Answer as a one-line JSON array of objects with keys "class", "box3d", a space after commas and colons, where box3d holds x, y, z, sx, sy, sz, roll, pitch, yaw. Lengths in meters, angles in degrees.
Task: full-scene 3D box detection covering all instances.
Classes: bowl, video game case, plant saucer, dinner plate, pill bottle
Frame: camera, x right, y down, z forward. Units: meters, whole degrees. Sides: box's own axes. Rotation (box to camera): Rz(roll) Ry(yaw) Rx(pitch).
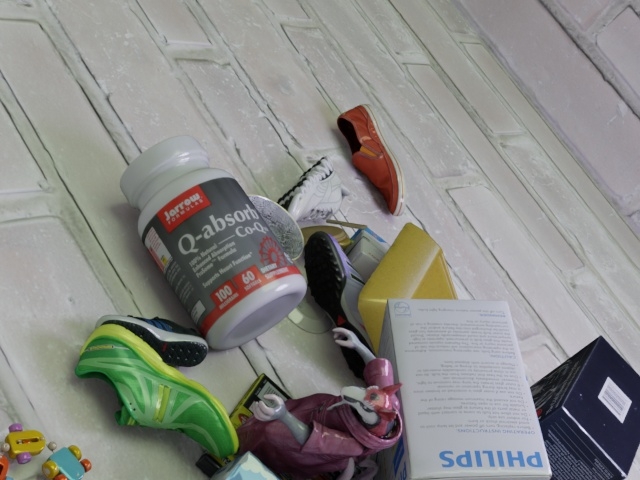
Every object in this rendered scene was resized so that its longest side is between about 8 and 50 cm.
[{"class": "bowl", "box3d": [-0.123, -0.004, 2.011, 0.170, 0.080, 0.170, 28, 36, -22]}, {"class": "video game case", "box3d": [-0.054, 0.391, 1.691, 0.275, 0.035, 0.248, 43, 33, -3]}, {"class": "plant saucer", "box3d": [0.212, 0.172, 2.011, 0.333, 0.081, 0.333, -52, 128, -53]}, {"class": "dinner plate", "box3d": [-0.028, 0.129, 2.026, 0.141, 0.017, 0.141, 27, 37, -23]}, {"class": "pill bottle", "box3d": [-0.204, 0.000, 1.803, 0.210, 0.210, 0.363, -14, 63, -53]}]

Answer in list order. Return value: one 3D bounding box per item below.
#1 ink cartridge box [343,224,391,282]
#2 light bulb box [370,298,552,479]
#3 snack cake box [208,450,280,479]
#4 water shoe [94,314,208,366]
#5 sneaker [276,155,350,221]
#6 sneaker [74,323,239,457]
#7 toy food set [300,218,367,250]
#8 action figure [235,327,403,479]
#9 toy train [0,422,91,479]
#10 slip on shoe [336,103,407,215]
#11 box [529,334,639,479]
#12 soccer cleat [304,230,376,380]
[{"class": "ink cartridge box", "box3d": [0.122, 0.060, 2.159, 0.139, 0.082, 0.191, 38, 18, -9]}, {"class": "light bulb box", "box3d": [0.215, 0.347, 1.690, 0.225, 0.358, 0.361, 0, 44, -5]}, {"class": "snack cake box", "box3d": [-0.062, 0.450, 1.491, 0.264, 0.152, 0.089, 44, 58, -2]}, {"class": "water shoe", "box3d": [-0.292, 0.165, 1.674, 0.203, 0.073, 0.080, 21, 12, -29]}, {"class": "sneaker", "box3d": [-0.012, -0.092, 2.216, 0.118, 0.110, 0.292, 51, 33, -6]}, {"class": "sneaker", "box3d": [-0.260, 0.258, 1.562, 0.295, 0.109, 0.123, 36, 63, 0]}, {"class": "toy food set", "box3d": [0.000, 0.000, 2.135, 0.132, 0.038, 0.192, 12, 22, 42]}, {"class": "action figure", "box3d": [0.024, 0.302, 1.519, 0.248, 0.370, 0.276, -34, 93, -33]}, {"class": "toy train", "box3d": [-0.405, 0.327, 1.378, 0.166, 0.046, 0.125, 24, 39, -23]}, {"class": "slip on shoe", "box3d": [0.131, -0.199, 2.495, 0.101, 0.123, 0.331, -15, 65, -17]}, {"class": "box", "box3d": [0.477, 0.402, 1.994, 0.179, 0.312, 0.343, 47, 32, 6]}, {"class": "soccer cleat", "box3d": [0.069, 0.124, 2.006, 0.116, 0.108, 0.318, -20, 83, -42]}]
